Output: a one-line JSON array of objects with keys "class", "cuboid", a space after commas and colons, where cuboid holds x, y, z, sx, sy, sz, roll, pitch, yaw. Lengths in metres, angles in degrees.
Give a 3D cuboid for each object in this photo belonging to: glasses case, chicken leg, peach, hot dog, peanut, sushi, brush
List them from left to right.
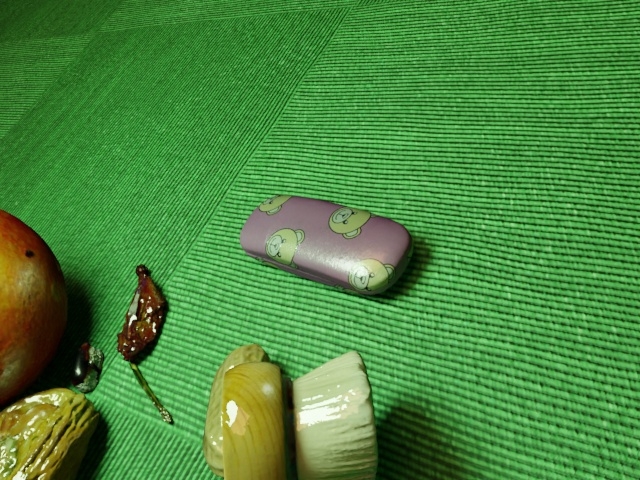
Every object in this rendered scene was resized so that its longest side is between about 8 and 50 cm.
[{"class": "peach", "cuboid": [-0.603, 0.122, 1.101, 0.388, 0.388, 0.388, -17, 46, 19]}, {"class": "hot dog", "cuboid": [-0.435, 0.338, 0.976, 0.196, 0.122, 0.272, -2, 54, 32]}, {"class": "sushi", "cuboid": [-0.398, 0.211, 1.118, 0.044, 0.046, 0.083, -19, 46, 17]}, {"class": "chicken leg", "cuboid": [-0.310, 0.117, 1.149, 0.093, 0.053, 0.205, -24, 38, 33]}, {"class": "peanut", "cuboid": [-0.109, 0.223, 0.895, 0.083, 0.093, 0.194, 12, 53, -8]}, {"class": "brush", "cuboid": [-0.023, 0.265, 0.758, 0.166, 0.266, 0.174, -1, 6, -5]}, {"class": "glasses case", "cuboid": [0.000, 0.000, 1.034, 0.316, 0.076, 0.123, 16, 64, 40]}]

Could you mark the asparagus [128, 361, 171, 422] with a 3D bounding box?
[{"class": "asparagus", "cuboid": [-0.269, 0.235, 1.041, 0.016, 0.013, 0.166, -51, 44, -1]}]
